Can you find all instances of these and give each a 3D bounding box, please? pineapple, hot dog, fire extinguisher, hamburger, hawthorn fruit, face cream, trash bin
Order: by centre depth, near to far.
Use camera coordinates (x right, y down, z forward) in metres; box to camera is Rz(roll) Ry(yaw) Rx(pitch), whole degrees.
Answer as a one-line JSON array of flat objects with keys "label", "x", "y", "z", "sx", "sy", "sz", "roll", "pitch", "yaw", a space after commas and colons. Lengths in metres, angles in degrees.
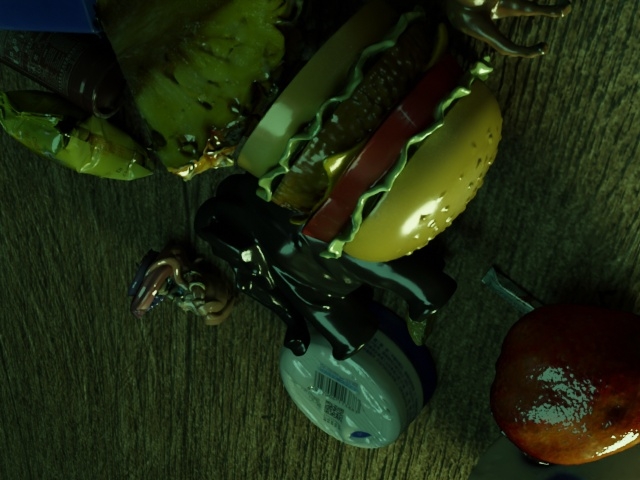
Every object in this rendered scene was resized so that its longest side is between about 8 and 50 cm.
[{"label": "hamburger", "x": 0.068, "y": -0.100, "z": 1.432, "sx": 0.212, "sy": 0.274, "sz": 0.274, "roll": 41, "pitch": 145, "yaw": 1}, {"label": "pineapple", "x": -0.072, "y": -0.239, "z": 1.509, "sx": 0.344, "sy": 0.286, "sz": 0.209, "roll": 66, "pitch": -167, "yaw": 22}, {"label": "hawthorn fruit", "x": 0.309, "y": 0.163, "z": 1.552, "sx": 0.251, "sy": 0.189, "sz": 0.189, "roll": -4, "pitch": 124, "yaw": 39}, {"label": "trash bin", "x": -0.349, "y": -0.346, "z": 1.696, "sx": 0.235, "sy": 0.162, "sz": 0.184, "roll": 13, "pitch": 135, "yaw": 28}, {"label": "hot dog", "x": 0.129, "y": 0.098, "z": 1.785, "sx": 0.034, "sy": 0.030, "sz": 0.090, "roll": 31, "pitch": 143, "yaw": 19}, {"label": "fire extinguisher", "x": -0.375, "y": -0.267, "z": 1.857, "sx": 0.269, "sy": 0.105, "sz": 0.104, "roll": 30, "pitch": 143, "yaw": 19}, {"label": "face cream", "x": 0.046, "y": 0.184, "z": 1.889, "sx": 0.206, "sy": 0.111, "sz": 0.206, "roll": 26, "pitch": 143, "yaw": 22}]

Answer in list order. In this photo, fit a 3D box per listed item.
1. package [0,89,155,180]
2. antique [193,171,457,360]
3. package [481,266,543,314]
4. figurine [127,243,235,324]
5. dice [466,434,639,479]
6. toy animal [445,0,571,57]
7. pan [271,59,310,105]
[{"label": "package", "x": -0.338, "y": -0.143, "z": 1.894, "sx": 0.168, "sy": 0.090, "sz": 0.226, "roll": 26, "pitch": -177, "yaw": 31}, {"label": "antique", "x": 0.000, "y": 0.000, "z": 1.686, "sx": 0.255, "sy": 0.185, "sz": 0.322, "roll": 45, "pitch": 139, "yaw": -12}, {"label": "package", "x": 0.242, "y": 0.073, "z": 1.660, "sx": 0.110, "sy": 0.015, "sz": 0.037, "roll": 36, "pitch": 144, "yaw": 8}, {"label": "figurine", "x": -0.204, "y": 0.064, "z": 2.030, "sx": 0.157, "sy": 0.114, "sz": 0.126, "roll": 5, "pitch": 171, "yaw": 5}, {"label": "dice", "x": 0.313, "y": 0.391, "z": 1.714, "sx": 0.251, "sy": 0.259, "sz": 0.243, "roll": 13, "pitch": 137, "yaw": 34}, {"label": "toy animal", "x": 0.137, "y": -0.299, "z": 1.340, "sx": 0.230, "sy": 0.066, "sz": 0.224, "roll": 28, "pitch": 140, "yaw": 31}, {"label": "pan", "x": -0.058, "y": -0.196, "z": 1.650, "sx": 0.202, "sy": 0.048, "sz": 0.128, "roll": 20, "pitch": 140, "yaw": 32}]
